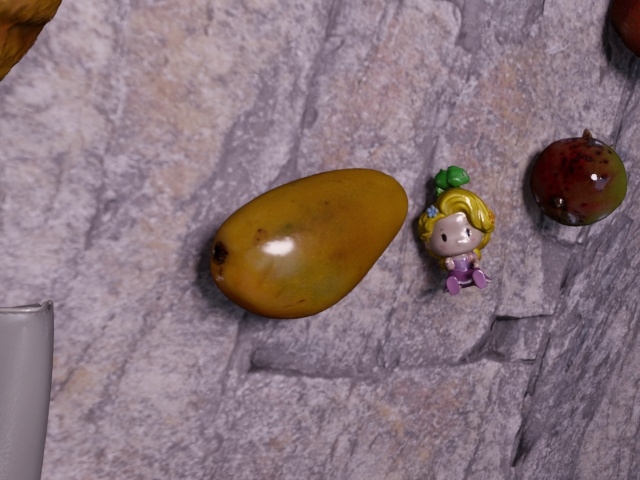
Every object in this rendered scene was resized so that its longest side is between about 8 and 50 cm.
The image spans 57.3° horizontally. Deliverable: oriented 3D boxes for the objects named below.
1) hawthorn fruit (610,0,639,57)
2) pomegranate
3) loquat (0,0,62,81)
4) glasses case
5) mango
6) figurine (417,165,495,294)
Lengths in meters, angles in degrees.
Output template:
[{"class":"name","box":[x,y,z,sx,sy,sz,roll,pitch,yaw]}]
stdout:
[{"class":"hawthorn fruit","box":[0.516,-0.347,0.829,0.169,0.169,0.188,-9,147,-32]},{"class":"pomegranate","box":[0.370,-0.100,0.829,0.129,0.129,0.159,34,75,-34]},{"class":"loquat","box":[-0.282,-0.183,0.288,0.276,0.276,0.284,-53,134,-12]},{"class":"glasses case","box":[-0.300,0.190,0.482,0.129,0.083,0.307,7,97,-28]},{"class":"mango","box":[0.000,0.000,0.618,0.253,0.113,0.138,-26,110,-34]},{"class":"figurine","box":[0.173,-0.015,0.755,0.095,0.115,0.156,-15,90,4]}]
